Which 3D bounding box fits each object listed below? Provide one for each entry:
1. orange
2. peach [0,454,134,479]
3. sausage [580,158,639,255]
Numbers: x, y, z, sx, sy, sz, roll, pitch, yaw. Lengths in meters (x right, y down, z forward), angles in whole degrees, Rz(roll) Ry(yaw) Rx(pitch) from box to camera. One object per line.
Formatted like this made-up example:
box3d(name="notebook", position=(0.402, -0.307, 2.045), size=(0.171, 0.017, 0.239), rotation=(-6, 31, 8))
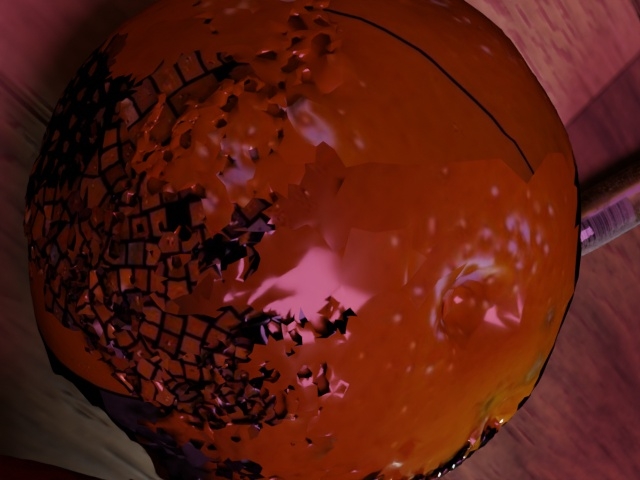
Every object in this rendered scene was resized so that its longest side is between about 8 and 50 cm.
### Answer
box3d(name="orange", position=(0.000, 0.000, 0.519), size=(0.234, 0.182, 0.234), rotation=(-10, 108, -31))
box3d(name="peach", position=(-0.120, 0.235, 0.497), size=(0.372, 0.372, 0.290), rotation=(37, 61, -42))
box3d(name="sausage", position=(0.232, -0.057, 0.727), size=(0.269, 0.033, 0.033), rotation=(-29, 131, -15))
